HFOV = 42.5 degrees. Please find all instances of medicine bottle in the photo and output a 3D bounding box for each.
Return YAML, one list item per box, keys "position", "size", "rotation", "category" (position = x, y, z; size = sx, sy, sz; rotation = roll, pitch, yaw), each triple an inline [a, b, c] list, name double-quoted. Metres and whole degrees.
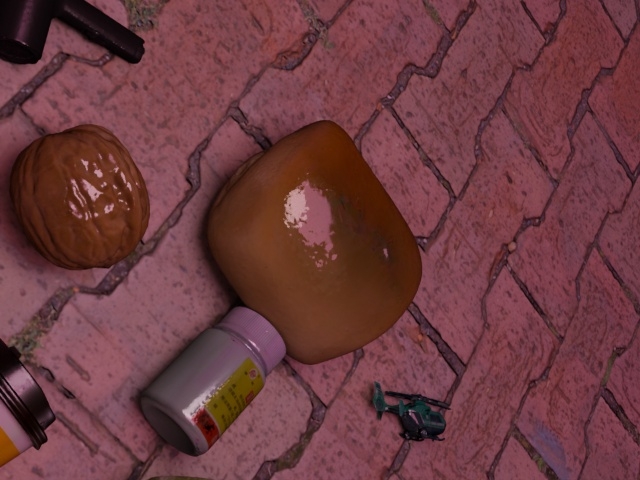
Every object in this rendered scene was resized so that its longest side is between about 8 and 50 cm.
- position: [-0.171, 0.224, 1.331]
  size: [0.225, 0.139, 0.139]
  rotation: [-47, 114, -32]
  category: "medicine bottle"

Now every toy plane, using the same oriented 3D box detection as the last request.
- position: [0.187, 0.351, 1.659]
  size: [0.235, 0.060, 0.096]
  rotation: [22, 64, -39]
  category: "toy plane"

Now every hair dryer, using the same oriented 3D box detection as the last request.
- position: [-0.376, -0.342, 1.267]
  size: [0.251, 0.089, 0.197]
  rotation: [23, 71, -42]
  category: "hair dryer"

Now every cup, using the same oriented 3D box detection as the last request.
- position: [-0.493, 0.251, 1.051]
  size: [0.280, 0.196, 0.196]
  rotation: [-40, 110, -26]
  category: "cup"

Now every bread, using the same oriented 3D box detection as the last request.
- position: [0.000, 0.000, 1.423]
  size: [0.348, 0.253, 0.376]
  rotation: [-42, 110, -30]
  category: "bread"

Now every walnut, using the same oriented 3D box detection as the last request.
- position: [-0.345, -0.056, 1.193]
  size: [0.213, 0.213, 0.213]
  rotation: [5, 83, -38]
  category: "walnut"

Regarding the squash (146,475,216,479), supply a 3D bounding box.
- position: [-0.192, 0.557, 1.140]
  size: [0.263, 0.263, 0.384]
  rotation: [42, 44, -28]
  category: "squash"
